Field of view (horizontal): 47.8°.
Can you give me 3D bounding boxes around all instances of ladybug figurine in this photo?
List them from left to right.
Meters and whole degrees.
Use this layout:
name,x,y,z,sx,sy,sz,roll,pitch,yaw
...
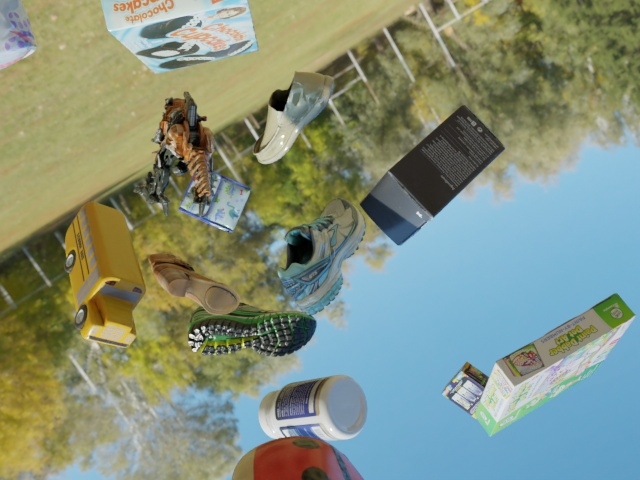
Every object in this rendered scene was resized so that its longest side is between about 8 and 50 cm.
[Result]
name,x,y,z,sx,sy,sz,roll,pitch,yaw
ladybug figurine,0.009,0.478,1.152,0.162,0.305,0.449,-46,-139,12

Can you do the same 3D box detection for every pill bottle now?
name,x,y,z,sx,sy,sz,roll,pitch,yaw
pill bottle,-0.025,0.422,1.794,0.265,0.153,0.153,-19,-163,43

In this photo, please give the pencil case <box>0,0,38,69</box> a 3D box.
name,x,y,z,sx,sy,sz,roll,pitch,yaw
pencil case,-0.449,-0.334,0.867,0.124,0.273,0.113,-14,-163,22

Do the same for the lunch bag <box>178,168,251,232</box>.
name,x,y,z,sx,sy,sz,roll,pitch,yaw
lunch bag,-0.273,-0.106,1.861,0.128,0.151,0.096,-67,-169,-7

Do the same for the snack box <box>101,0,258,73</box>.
name,x,y,z,sx,sy,sz,roll,pitch,yaw
snack box,-0.195,-0.324,1.087,0.187,0.060,0.322,-13,-176,-1

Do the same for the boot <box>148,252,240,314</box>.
name,x,y,z,sx,sy,sz,roll,pitch,yaw
boot,-0.282,0.087,1.607,0.073,0.197,0.152,-59,-142,5

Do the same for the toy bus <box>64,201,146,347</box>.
name,x,y,z,sx,sy,sz,roll,pitch,yaw
toy bus,-0.458,0.070,1.538,0.130,0.108,0.332,-50,-138,18

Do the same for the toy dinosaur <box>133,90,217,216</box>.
name,x,y,z,sx,sy,sz,roll,pitch,yaw
toy dinosaur,-0.279,-0.174,1.453,0.322,0.164,0.218,-91,-164,-61

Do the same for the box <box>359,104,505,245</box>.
name,x,y,z,sx,sy,sz,roll,pitch,yaw
box,0.189,-0.110,1.243,0.207,0.108,0.153,-41,177,-25

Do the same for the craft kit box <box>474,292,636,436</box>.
name,x,y,z,sx,sy,sz,roll,pitch,yaw
craft kit box,0.394,0.220,1.244,0.247,0.061,0.250,-24,149,-12

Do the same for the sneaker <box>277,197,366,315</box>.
name,x,y,z,sx,sy,sz,roll,pitch,yaw
sneaker,0.000,0.000,1.377,0.110,0.122,0.283,-24,-148,35

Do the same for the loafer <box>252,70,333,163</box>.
name,x,y,z,sx,sy,sz,roll,pitch,yaw
loafer,-0.076,-0.267,1.525,0.268,0.092,0.102,-44,-154,39

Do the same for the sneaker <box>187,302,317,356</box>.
name,x,y,z,sx,sy,sz,roll,pitch,yaw
sneaker,-0.176,0.212,1.902,0.344,0.134,0.146,4,-148,-15

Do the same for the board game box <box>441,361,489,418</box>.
name,x,y,z,sx,sy,sz,roll,pitch,yaw
board game box,0.478,0.474,2.280,0.048,0.141,0.170,-48,169,-38
